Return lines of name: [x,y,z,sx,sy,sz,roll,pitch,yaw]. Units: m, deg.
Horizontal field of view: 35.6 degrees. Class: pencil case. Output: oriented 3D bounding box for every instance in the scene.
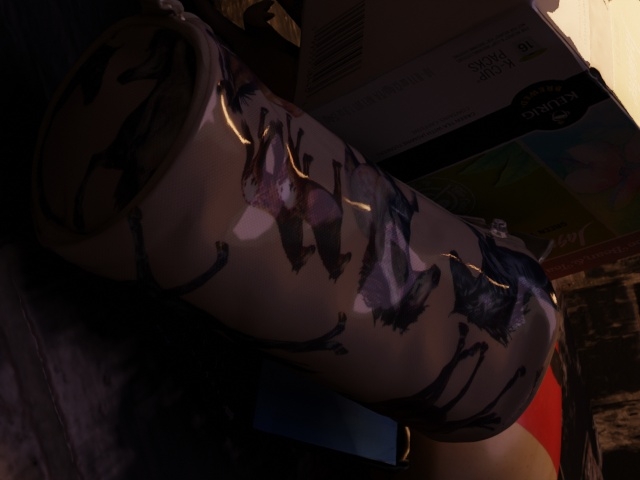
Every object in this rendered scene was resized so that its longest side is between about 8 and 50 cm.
pencil case: [0.000,0.000,0.696,0.410,0.159,0.184,31,72,-38]

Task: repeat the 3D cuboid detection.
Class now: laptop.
laptop: [-0.019,0.030,0.816,0.264,0.136,0.234,67,21,-44]

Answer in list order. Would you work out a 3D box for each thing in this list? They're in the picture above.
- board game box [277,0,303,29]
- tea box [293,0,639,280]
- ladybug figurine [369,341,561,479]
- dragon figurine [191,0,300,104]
board game box: [-0.002,-0.267,0.913,0.210,0.047,0.160,47,40,-29]
tea box: [0.166,-0.182,0.858,0.323,0.220,0.329,34,48,-37]
ladybug figurine: [0.148,0.142,1.029,0.305,0.161,0.450,101,-4,-48]
dragon figurine: [-0.037,-0.143,0.906,0.289,0.085,0.144,45,2,21]
